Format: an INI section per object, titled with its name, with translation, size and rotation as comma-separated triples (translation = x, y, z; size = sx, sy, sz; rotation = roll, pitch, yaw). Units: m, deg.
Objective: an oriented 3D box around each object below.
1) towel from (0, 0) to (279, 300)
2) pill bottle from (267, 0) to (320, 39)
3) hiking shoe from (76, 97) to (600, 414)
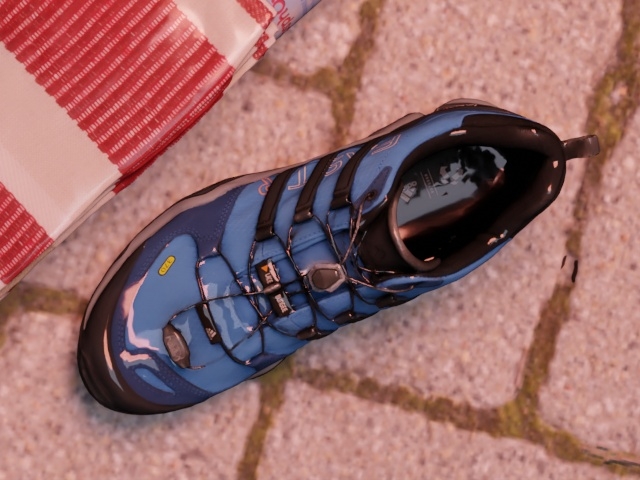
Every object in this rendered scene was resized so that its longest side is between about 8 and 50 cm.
[towel]
translation = -0.215, -0.084, 0.908
size = 0.329, 0.037, 0.237
rotation = -43, 87, -2
[pill bottle]
translation = -0.048, -0.151, 0.973
size = 0.160, 0.087, 0.087
rotation = -43, 100, -11
[hiking shoe]
translation = 0.000, 0.000, 0.963
size = 0.304, 0.132, 0.113
rotation = -31, 98, -13
